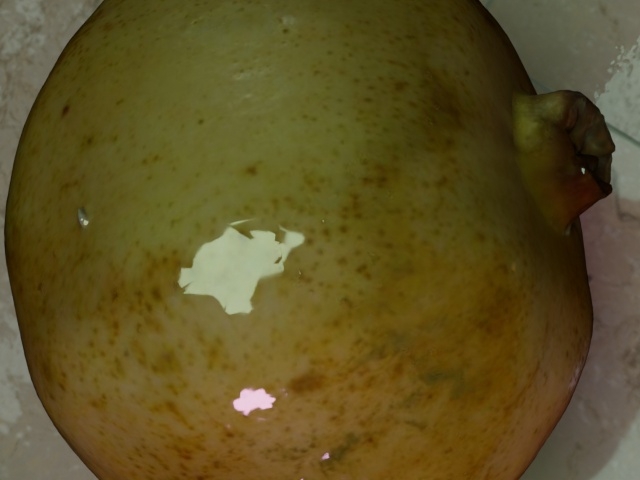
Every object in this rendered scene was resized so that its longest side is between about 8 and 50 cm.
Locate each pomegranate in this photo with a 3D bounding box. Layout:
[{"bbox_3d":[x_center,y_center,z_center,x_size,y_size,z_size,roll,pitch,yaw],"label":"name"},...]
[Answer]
[{"bbox_3d":[0.000,0.000,0.887,0.416,0.416,0.417,-3,82,19],"label":"pomegranate"}]
